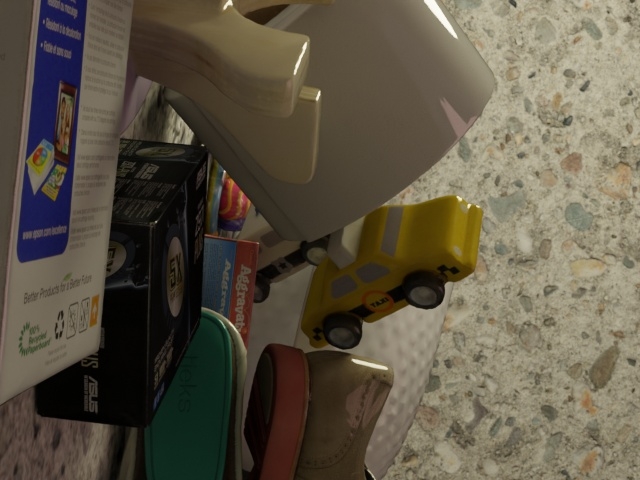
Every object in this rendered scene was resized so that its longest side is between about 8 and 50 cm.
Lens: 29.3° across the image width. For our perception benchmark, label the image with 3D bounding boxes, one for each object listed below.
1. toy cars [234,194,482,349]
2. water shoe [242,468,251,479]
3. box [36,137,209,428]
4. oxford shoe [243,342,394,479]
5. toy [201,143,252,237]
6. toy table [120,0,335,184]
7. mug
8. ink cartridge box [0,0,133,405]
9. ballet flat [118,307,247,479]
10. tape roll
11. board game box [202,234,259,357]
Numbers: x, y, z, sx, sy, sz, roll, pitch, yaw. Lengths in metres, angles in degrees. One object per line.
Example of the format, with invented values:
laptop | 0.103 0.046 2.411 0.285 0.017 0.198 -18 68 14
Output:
toy cars | 0.000 0.000 1.157 0.176 0.087 0.394 -51 -155 -10
water shoe | -0.111 0.310 1.323 0.203 0.080 0.073 121 -21 -49
box | -0.135 0.023 0.861 0.180 0.077 0.147 -72 167 -69
oxford shoe | -0.010 0.258 1.109 0.123 0.130 0.348 -112 -151 -59
toy | -0.099 -0.064 1.358 0.237 0.056 0.137 91 8 -53
toy table | -0.075 -0.163 0.836 0.252 0.161 0.274 92 7 -45
mug | -0.007 0.131 1.394 0.374 0.276 0.328 101 5 -68
ink cartridge box | -0.143 -0.112 0.626 0.176 0.069 0.371 -33 131 -84
ballet flat | -0.128 0.256 1.062 0.139 0.139 0.400 88 6 -65
tape roll | 0.007 -0.140 1.078 0.169 0.246 0.246 52 22 -18
board game box | -0.114 0.136 1.229 0.145 0.027 0.281 -172 -91 -66
